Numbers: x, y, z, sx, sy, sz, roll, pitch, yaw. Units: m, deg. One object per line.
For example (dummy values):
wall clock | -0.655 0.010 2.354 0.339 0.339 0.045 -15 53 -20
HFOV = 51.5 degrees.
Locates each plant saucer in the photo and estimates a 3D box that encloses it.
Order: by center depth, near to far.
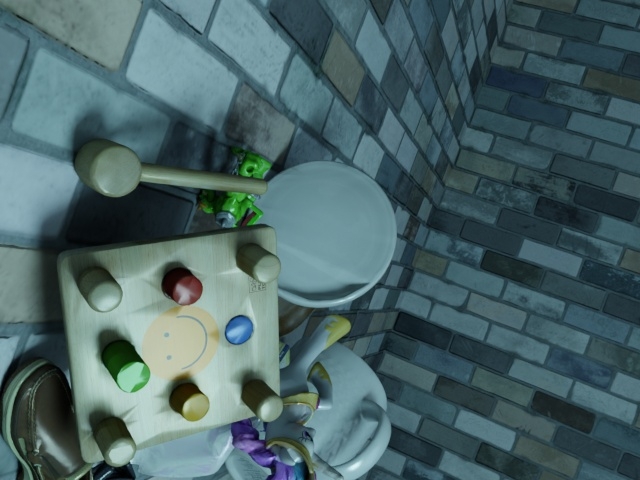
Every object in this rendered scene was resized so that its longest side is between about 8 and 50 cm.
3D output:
plant saucer | -0.044 0.063 1.436 0.310 0.050 0.310 -45 150 -35

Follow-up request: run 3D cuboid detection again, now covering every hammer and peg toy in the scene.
hammer and peg toy | -0.160 0.065 0.773 0.266 0.127 0.360 -8 108 -29

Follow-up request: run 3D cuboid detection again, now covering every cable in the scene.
cable | -0.334 0.402 0.981 0.151 0.047 0.184 -39 148 -36

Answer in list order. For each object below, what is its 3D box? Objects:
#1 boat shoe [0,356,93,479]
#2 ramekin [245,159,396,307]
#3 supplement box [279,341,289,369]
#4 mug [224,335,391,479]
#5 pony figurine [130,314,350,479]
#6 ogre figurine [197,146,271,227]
boat shoe | -0.317 0.254 0.816 0.095 0.095 0.257 -48 152 -49
ramekin | 0.000 0.000 1.222 0.127 0.273 0.272 91 24 -73
supplement box | -0.115 0.256 1.432 0.056 0.083 0.083 -54 158 -41
mug | -0.014 0.422 1.469 0.328 0.374 0.276 -42 119 -39
pony figurine | -0.122 0.228 1.058 0.363 0.351 0.302 -77 -178 -62
ogre figurine | -0.123 -0.077 1.008 0.118 0.097 0.197 -65 -153 1
